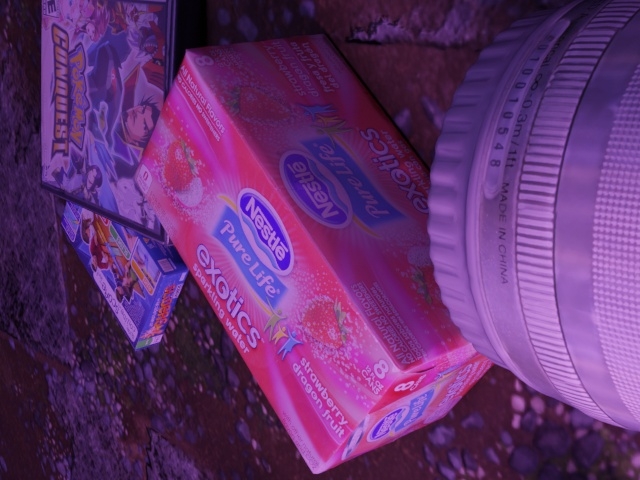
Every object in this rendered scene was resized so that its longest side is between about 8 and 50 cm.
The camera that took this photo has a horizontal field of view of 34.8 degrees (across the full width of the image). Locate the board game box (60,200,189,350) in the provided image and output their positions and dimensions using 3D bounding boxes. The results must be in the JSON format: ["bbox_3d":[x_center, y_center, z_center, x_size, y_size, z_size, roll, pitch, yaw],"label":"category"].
[{"bbox_3d":[-0.229,0.006,1.165,0.201,0.035,0.136,54,138,25],"label":"board game box"}]

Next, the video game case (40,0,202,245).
[{"bbox_3d":[-0.215,-0.158,1.055,0.248,0.035,0.274,21,113,42],"label":"video game case"}]

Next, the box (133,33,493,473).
[{"bbox_3d":[0.000,0.000,0.784,0.300,0.142,0.154,56,138,22],"label":"box"}]

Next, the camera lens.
[{"bbox_3d":[0.212,-0.007,0.449,0.274,0.219,0.219,13,112,49],"label":"camera lens"}]
